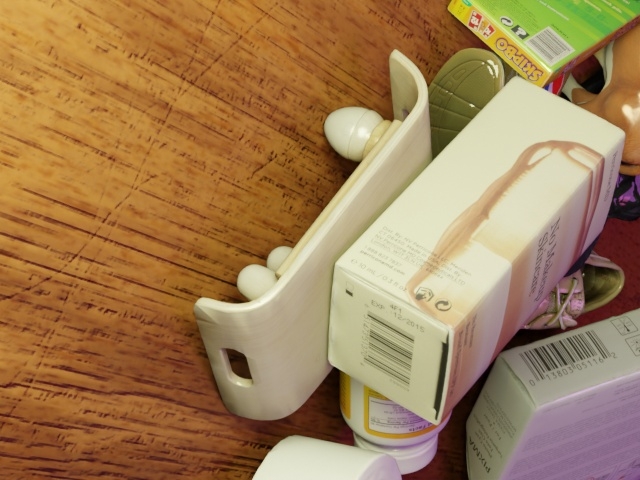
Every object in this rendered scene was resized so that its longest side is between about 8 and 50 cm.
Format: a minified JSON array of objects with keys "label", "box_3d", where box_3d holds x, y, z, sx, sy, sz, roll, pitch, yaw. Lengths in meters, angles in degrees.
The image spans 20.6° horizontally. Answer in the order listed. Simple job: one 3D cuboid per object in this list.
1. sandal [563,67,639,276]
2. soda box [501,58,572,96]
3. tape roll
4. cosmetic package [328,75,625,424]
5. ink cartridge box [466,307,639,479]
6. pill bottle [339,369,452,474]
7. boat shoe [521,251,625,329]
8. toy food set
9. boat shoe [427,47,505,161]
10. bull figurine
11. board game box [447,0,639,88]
[{"label":"sandal","box_3d":[0.365,-0.126,2.055,0.446,0.107,0.167,-50,127,-36]},{"label":"soda box","box_3d":[0.208,-0.148,1.857,0.181,0.058,0.061,-62,152,-10]},{"label":"tape roll","box_3d":[-0.006,0.338,1.721,0.286,0.100,0.286,9,90,-72]},{"label":"cosmetic package","box_3d":[0.144,0.006,1.614,0.296,0.129,0.153,-47,154,-32]},{"label":"ink cartridge box","box_3d":[0.311,0.236,2.184,0.308,0.091,0.385,-16,148,-27]},{"label":"pill bottle","box_3d":[0.077,0.131,1.768,0.117,0.117,0.208,-41,142,-40]},{"label":"boat shoe","box_3d":[0.265,0.054,2.061,0.302,0.098,0.109,-10,119,-58]},{"label":"toy food set","box_3d":[0.000,0.000,1.592,0.306,0.092,0.220,-51,157,-22]},{"label":"boat shoe","box_3d":[0.139,-0.093,1.764,0.073,0.080,0.223,-34,142,-57]},{"label":"bull figurine","box_3d":[0.353,-0.229,1.912,0.101,0.188,0.310,27,86,-63]},{"label":"board game box","box_3d":[0.245,-0.242,1.783,0.259,0.124,0.039,-35,164,-44]}]
